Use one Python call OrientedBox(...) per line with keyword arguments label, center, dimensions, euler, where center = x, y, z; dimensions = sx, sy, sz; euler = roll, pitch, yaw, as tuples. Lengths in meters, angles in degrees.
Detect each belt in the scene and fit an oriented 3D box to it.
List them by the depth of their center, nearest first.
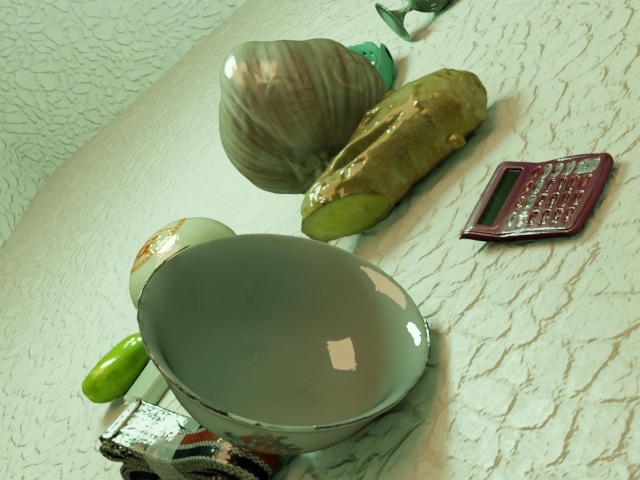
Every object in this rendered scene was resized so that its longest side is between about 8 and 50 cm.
OrientedBox(label="belt", center=(-0.178, 0.285, 1.304), dimensions=(0.359, 0.126, 0.094), euler=(-9, 34, 48))

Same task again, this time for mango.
OrientedBox(label="mango", center=(-0.370, 0.238, 1.776), dimensions=(0.165, 0.074, 0.091), euler=(-42, 13, -21))

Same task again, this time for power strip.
OrientedBox(label="power strip", center=(-0.275, 0.221, 1.677), dimensions=(0.192, 0.035, 0.081), euler=(-55, 22, -18))

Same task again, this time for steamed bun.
OrientedBox(label="steamed bun", center=(-0.259, 0.043, 1.752), dimensions=(0.232, 0.145, 0.232), euler=(-35, 15, 11))

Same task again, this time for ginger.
OrientedBox(label="ginger", center=(0.103, -0.131, 1.454), dimensions=(0.354, 0.126, 0.190), euler=(-46, 49, -1))

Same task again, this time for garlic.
OrientedBox(label="garlic", center=(-0.032, -0.198, 1.600), dimensions=(0.317, 0.317, 0.259), euler=(-40, 61, 18))

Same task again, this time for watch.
OrientedBox(label="watch", center=(0.053, -0.299, 1.867), dimensions=(0.195, 0.068, 0.237), euler=(-25, 32, 17))

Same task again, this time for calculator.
OrientedBox(label="calculator", center=(0.261, -0.048, 1.162), dimensions=(0.190, 0.034, 0.127), euler=(-1, 49, 53))

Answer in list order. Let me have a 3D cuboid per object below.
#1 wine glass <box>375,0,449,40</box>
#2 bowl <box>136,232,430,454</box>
OrientedBox(label="wine glass", center=(0.224, -0.514, 1.905), dimensions=(0.231, 0.103, 0.103), euler=(-44, 22, -1))
OrientedBox(label="bowl", center=(-0.052, 0.149, 1.149), dimensions=(0.345, 0.345, 0.157), euler=(-83, 4, -55))
